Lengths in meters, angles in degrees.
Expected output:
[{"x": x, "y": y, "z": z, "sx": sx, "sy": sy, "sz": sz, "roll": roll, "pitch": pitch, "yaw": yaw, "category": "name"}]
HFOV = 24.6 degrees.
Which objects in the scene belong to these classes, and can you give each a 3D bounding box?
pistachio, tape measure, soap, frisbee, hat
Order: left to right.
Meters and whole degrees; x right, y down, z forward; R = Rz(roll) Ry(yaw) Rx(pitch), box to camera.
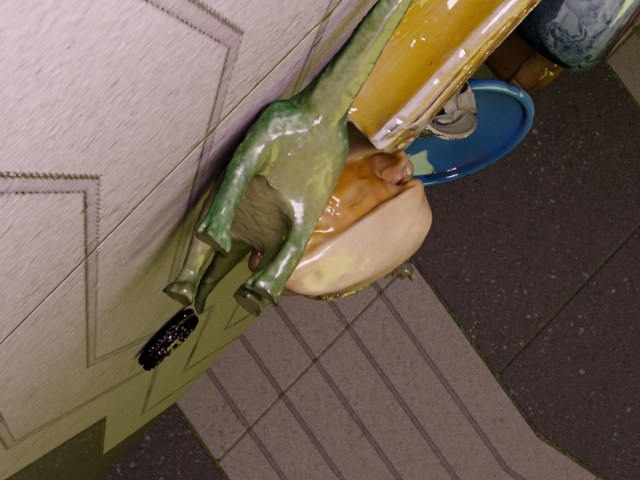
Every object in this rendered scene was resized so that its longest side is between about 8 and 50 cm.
[{"x": 0.004, "y": -0.024, "z": 1.303, "sx": 0.157, "sy": 0.157, "sz": 0.229, "roll": -48, "pitch": 167, "yaw": 35, "category": "pistachio"}, {"x": 0.121, "y": -0.139, "z": 1.594, "sx": 0.081, "sy": 0.122, "sz": 0.166, "roll": -60, "pitch": -162, "yaw": 16, "category": "hat"}, {"x": 0.163, "y": -0.148, "z": 1.933, "sx": 0.242, "sy": 0.045, "sz": 0.242, "roll": -14, "pitch": 153, "yaw": -7, "category": "frisbee"}, {"x": 0.123, "y": -0.194, "z": 1.175, "sx": 0.274, "sy": 0.089, "sz": 0.173, "roll": -47, "pitch": 177, "yaw": 7, "category": "soap"}, {"x": 0.313, "y": -0.321, "z": 1.596, "sx": 0.275, "sy": 0.147, "sz": 0.256, "roll": -50, "pitch": 173, "yaw": -12, "category": "tape measure"}]

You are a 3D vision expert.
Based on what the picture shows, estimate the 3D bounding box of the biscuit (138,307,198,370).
[{"x": -0.182, "y": 0.120, "z": 1.765, "sx": 0.089, "sy": 0.027, "sz": 0.087, "roll": -47, "pitch": 176, "yaw": 15, "category": "biscuit"}]

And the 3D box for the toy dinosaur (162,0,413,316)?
[{"x": -0.009, "y": -0.092, "z": 1.095, "sx": 0.301, "sy": 0.087, "sz": 0.447, "roll": -65, "pitch": -170, "yaw": -20, "category": "toy dinosaur"}]

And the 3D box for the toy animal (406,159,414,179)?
[{"x": 0.047, "y": -0.079, "z": 1.784, "sx": 0.150, "sy": 0.089, "sz": 0.083, "roll": -37, "pitch": -177, "yaw": 17, "category": "toy animal"}]

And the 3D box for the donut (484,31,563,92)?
[{"x": 0.317, "y": -0.314, "z": 1.925, "sx": 0.261, "sy": 0.128, "sz": 0.208, "roll": -47, "pitch": 178, "yaw": 25, "category": "donut"}]

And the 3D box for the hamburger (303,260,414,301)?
[{"x": 0.027, "y": -0.004, "z": 1.644, "sx": 0.131, "sy": 0.185, "sz": 0.159, "roll": -53, "pitch": -171, "yaw": 42, "category": "hamburger"}]
